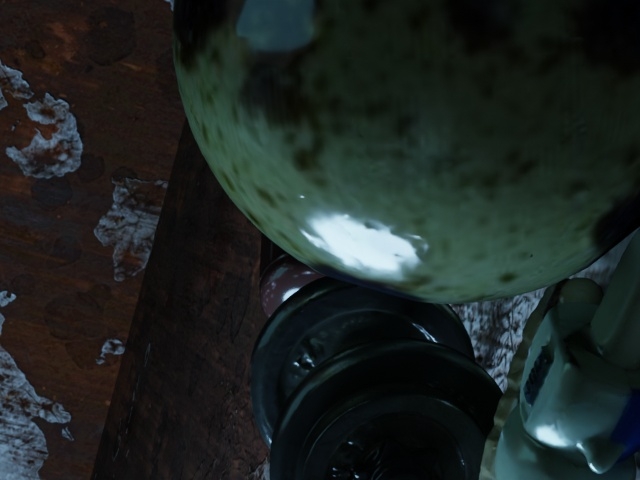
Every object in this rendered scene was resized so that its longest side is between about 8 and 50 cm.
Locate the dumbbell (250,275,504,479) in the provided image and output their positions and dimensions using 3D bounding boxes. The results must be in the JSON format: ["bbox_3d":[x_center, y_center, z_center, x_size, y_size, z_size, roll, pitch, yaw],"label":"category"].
[{"bbox_3d":[0.044,0.138,1.404,0.290,0.192,0.192,-111,37,-70],"label":"dumbbell"}]

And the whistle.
[{"bbox_3d":[0.172,0.096,1.124,0.110,0.092,0.244,-95,22,-60],"label":"whistle"}]

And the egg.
[{"bbox_3d":[0.089,-0.136,1.159,0.428,0.345,0.345,-25,-46,-72],"label":"egg"}]

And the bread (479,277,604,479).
[{"bbox_3d":[0.150,0.127,1.274,0.073,0.053,0.214,-157,83,-73],"label":"bread"}]

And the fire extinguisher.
[{"bbox_3d":[0.000,0.000,1.946,0.135,0.114,0.337,-20,40,18],"label":"fire extinguisher"}]
